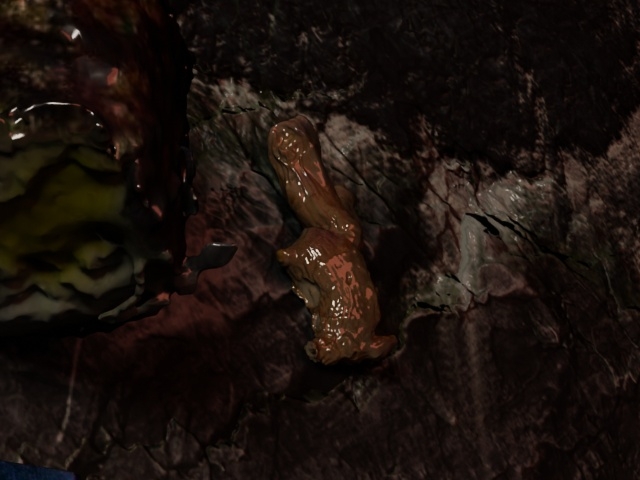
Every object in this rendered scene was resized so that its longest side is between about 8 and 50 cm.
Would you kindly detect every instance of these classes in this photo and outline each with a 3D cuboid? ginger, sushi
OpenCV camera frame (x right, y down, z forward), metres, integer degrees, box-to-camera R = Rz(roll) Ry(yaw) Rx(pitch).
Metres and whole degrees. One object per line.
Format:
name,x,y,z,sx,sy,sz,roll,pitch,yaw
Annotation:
ginger,0.000,0.002,1.943,0.122,0.084,0.290,-1,61,-22
sushi,-0.245,-0.090,1.563,0.299,0.281,0.294,58,19,-48

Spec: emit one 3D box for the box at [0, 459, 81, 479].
box,-0.296,0.288,1.323,0.279,0.116,0.261,15,46,-38
